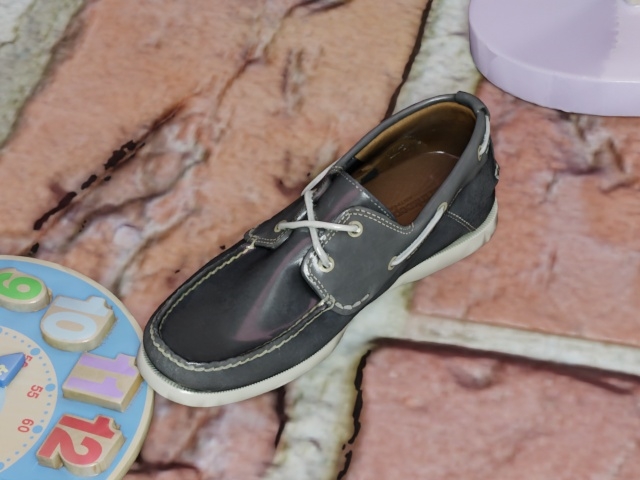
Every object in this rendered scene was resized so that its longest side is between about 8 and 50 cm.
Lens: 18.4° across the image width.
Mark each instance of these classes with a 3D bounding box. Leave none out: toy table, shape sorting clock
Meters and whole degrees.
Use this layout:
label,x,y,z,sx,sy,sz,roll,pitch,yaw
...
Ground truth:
label,x,y,z,sx,sy,sz,roll,pitch,yaw
toy table,0.219,-0.188,1.105,0.274,0.161,0.252,-20,45,-16
shape sorting clock,-0.182,0.080,0.960,0.206,0.040,0.206,-2,46,2

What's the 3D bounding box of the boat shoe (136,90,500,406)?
label,x,y,z,sx,sy,sz,roll,pitch,yaw
boat shoe,0.000,0.000,0.991,0.233,0.079,0.084,-33,57,-31
